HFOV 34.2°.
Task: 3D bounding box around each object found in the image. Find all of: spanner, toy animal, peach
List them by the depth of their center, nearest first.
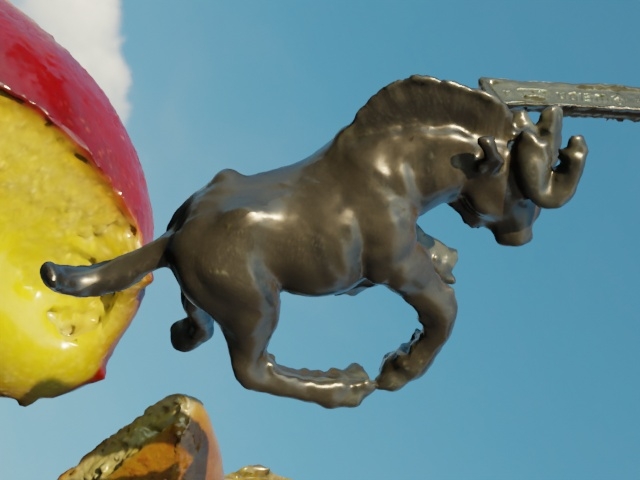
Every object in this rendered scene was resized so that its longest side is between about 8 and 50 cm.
[{"bbox_3d":[0.000,0.000,0.471,0.084,0.232,0.148,-106,-178,-49],"label":"toy animal"},{"bbox_3d":[-0.265,-0.034,0.708,0.338,0.281,0.281,47,-39,11],"label":"peach"},{"bbox_3d":[0.276,-0.097,0.750,0.325,0.093,0.026,5,-39,2],"label":"spanner"}]

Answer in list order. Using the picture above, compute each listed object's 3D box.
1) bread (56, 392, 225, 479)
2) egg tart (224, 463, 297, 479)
[{"bbox_3d":[-0.110,0.177,0.679,0.136,0.154,0.054,49,9,-51],"label":"bread"},{"bbox_3d":[-0.116,0.330,1.038,0.095,0.278,0.279,47,-36,48],"label":"egg tart"}]
